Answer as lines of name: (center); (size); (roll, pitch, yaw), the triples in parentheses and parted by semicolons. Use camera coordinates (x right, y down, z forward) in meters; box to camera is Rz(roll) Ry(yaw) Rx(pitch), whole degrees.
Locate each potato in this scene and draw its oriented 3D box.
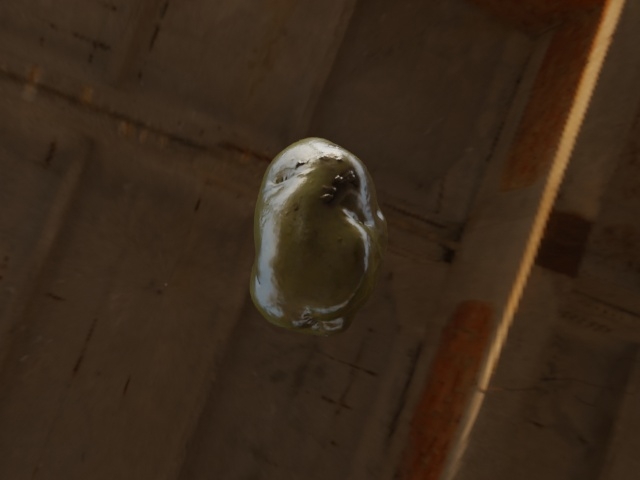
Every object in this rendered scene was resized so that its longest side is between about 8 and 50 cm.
potato: (-0.005, 0.000, 1.299); (0.137, 0.154, 0.200); (-9, -121, 17)
